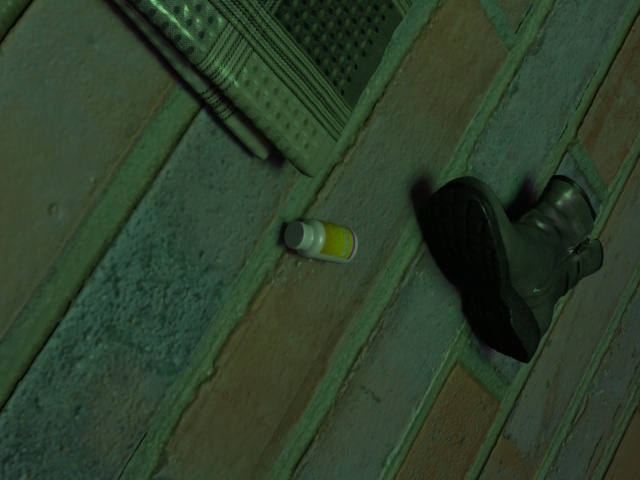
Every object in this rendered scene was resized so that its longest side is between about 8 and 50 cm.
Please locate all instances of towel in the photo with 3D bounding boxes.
[{"bbox_3d":[-0.039,-0.267,0.926,0.324,0.056,0.312,43,67,-40],"label":"towel"}]

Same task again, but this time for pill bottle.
[{"bbox_3d":[0.000,0.000,1.029,0.083,0.043,0.043,13,92,-46],"label":"pill bottle"}]

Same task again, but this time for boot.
[{"bbox_3d":[0.266,-0.015,1.237,0.223,0.118,0.338,-49,139,-20],"label":"boot"}]
